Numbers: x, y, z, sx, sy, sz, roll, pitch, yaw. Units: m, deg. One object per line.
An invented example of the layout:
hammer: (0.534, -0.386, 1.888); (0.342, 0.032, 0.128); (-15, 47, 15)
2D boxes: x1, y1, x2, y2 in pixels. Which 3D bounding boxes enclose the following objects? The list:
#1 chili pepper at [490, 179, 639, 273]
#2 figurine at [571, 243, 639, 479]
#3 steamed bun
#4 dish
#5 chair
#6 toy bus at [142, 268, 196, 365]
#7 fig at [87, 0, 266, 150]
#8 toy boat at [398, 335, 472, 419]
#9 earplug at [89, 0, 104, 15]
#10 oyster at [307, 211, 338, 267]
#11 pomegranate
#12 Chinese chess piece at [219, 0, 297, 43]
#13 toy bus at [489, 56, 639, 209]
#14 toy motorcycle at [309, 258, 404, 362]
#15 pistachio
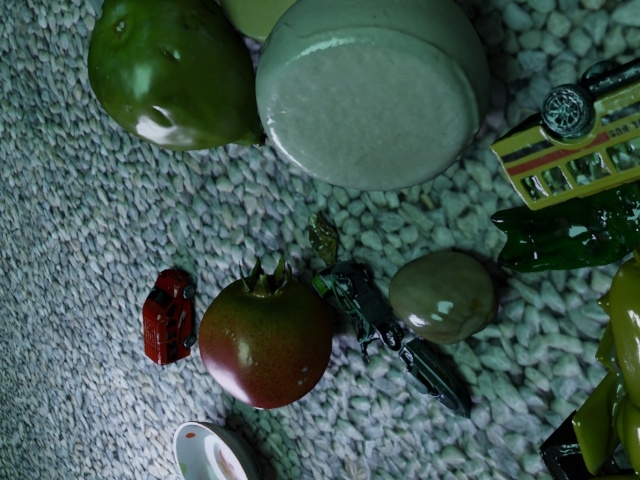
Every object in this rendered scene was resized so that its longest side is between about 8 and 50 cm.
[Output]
chili pepper: (0.288, -0.009, 0.904); (0.224, 0.061, 0.098); (-21, 92, 47)
figurine: (0.371, 0.158, 0.794); (0.169, 0.218, 0.327); (-164, 66, -77)
steamed bun: (0.064, -0.198, 0.927); (0.282, 0.177, 0.283); (6, 144, 4)
dish: (-0.195, 0.477, 1.608); (0.260, 0.085, 0.261); (22, 124, 37)
chair: (0.313, 0.293, 0.981); (0.229, 0.106, 0.113); (-30, 86, 47)
toy bus: (-0.314, 0.156, 1.579); (0.081, 0.089, 0.195); (27, 125, 35)
fig: (-0.173, -0.241, 1.115); (0.233, 0.313, 0.233); (-32, 52, 52)
toy boat: (0.171, 0.207, 1.128); (0.141, 0.060, 0.055); (46, 159, 14)
earplug: (-0.265, -0.313, 1.266); (0.185, 0.185, 0.324); (-1, 113, 46)
oyster: (0.002, 0.000, 1.226); (0.093, 0.034, 0.051); (59, 146, 2)
pomegranate: (-0.084, 0.144, 1.250); (0.220, 0.220, 0.257); (26, 125, 36)
Chinese chess piece: (-0.039, -0.382, 1.011); (0.250, 0.097, 0.251); (8, 101, 45)
toy bus: (0.336, -0.135, 0.753); (0.335, 0.121, 0.123); (-20, 98, 48)
toy motorcycle: (0.062, 0.106, 1.193); (0.173, 0.058, 0.100); (53, 141, 12)
pistachio: (0.160, 0.076, 1.045); (0.185, 0.108, 0.126); (1, 85, 53)
